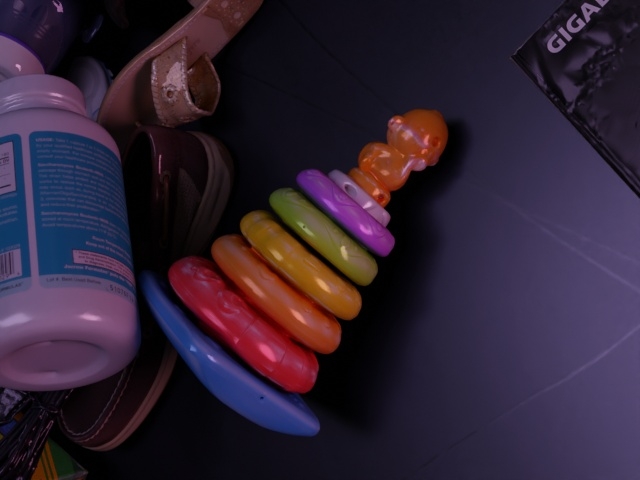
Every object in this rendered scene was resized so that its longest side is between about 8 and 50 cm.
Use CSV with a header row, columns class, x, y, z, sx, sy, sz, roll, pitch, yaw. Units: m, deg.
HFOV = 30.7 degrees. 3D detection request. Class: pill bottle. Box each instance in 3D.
class,x,y,z,sx,sy,sz,roll,pitch,yaw
pill bottle,-0.241,-0.013,1.016,0.146,0.146,0.264,-27,58,28

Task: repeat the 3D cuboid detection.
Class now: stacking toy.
class,x,y,z,sx,sy,sz,roll,pitch,yaw
stacking toy,0.000,0.000,1.011,0.302,0.175,0.166,-49,37,2

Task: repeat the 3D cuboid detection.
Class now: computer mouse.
class,x,y,z,sx,sy,sz,roll,pitch,yaw
computer mouse,-0.312,0.171,1.113,0.262,0.060,0.184,-5,48,45

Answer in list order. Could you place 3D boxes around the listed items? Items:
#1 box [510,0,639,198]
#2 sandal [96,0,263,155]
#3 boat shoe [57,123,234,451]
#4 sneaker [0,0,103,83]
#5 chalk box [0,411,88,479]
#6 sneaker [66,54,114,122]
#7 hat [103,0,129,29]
class,x,y,z,sx,sy,sz,roll,pitch,yaw
box,0.336,-0.159,0.840,0.322,0.079,0.257,-46,64,20
sandal,-0.128,-0.158,1.140,0.240,0.088,0.079,-49,55,13
boat shoe,-0.200,0.046,1.140,0.123,0.123,0.342,30,101,32
sneaker,-0.352,-0.229,1.298,0.323,0.130,0.236,-23,42,53
chalk box,-0.414,0.252,1.207,0.289,0.179,0.180,31,113,32
sneaker,-0.263,-0.107,1.227,0.071,0.083,0.190,-4,80,35
hat,-0.153,-0.375,1.142,0.134,0.331,0.331,-2,80,-11
